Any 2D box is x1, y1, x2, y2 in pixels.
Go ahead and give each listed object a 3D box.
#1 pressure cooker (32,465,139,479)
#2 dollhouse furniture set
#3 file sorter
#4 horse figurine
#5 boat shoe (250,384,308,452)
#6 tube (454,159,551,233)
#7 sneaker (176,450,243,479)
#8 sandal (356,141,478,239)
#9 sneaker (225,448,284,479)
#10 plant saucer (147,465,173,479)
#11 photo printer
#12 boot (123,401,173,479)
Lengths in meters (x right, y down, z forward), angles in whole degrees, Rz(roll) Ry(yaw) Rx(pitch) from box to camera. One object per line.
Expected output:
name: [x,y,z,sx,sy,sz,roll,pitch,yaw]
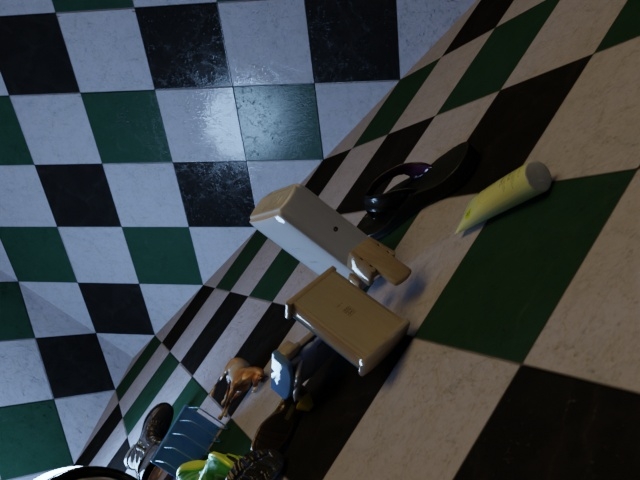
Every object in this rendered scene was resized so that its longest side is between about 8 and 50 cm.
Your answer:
pressure cooker: [-0.548,0.697,1.637,0.420,0.375,0.370,-31,22,57]
dollhouse furniture set: [0.068,0.213,1.500,0.286,0.198,0.303,-37,-29,-34]
file sorter: [-0.335,0.533,1.894,0.104,0.118,0.170,-22,33,56]
horse figurine: [-0.236,0.394,2.020,0.174,0.066,0.263,-58,16,1]
boat shoe: [-0.090,0.399,1.570,0.190,0.068,0.072,-50,-2,-33]
tube: [0.337,-0.081,1.380,0.070,0.062,0.240,-14,-10,-26]
sneaker: [-0.236,0.547,1.618,0.295,0.109,0.123,-37,40,48]
sandal: [0.209,-0.137,1.807,0.446,0.107,0.167,-36,22,50]
sneaker: [-0.161,0.510,1.464,0.221,0.083,0.087,-40,-32,-12]
plant saucer: [-0.452,0.672,2.102,0.168,0.029,0.168,-49,15,18]
photo printer: [0.000,0.000,1.725,0.107,0.307,0.256,-57,18,-15]
boot: [-0.516,0.643,2.296,0.229,0.091,0.263,-15,44,59]
